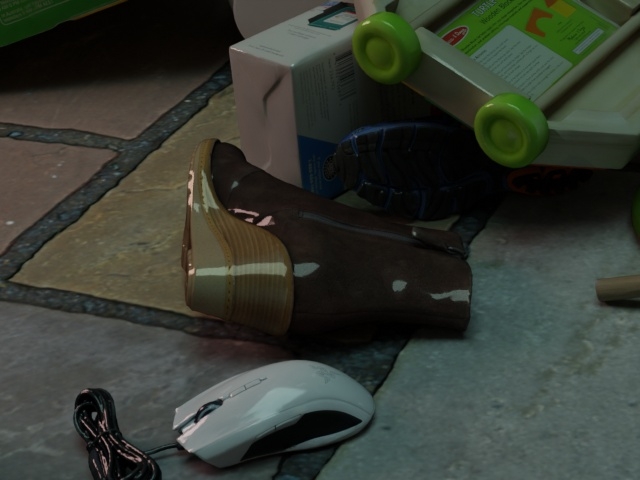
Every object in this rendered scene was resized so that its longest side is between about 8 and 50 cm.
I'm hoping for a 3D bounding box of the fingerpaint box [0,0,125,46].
[{"bbox_3d":[-0.314,-0.350,1.610,0.444,0.163,0.371,-18,28,10],"label":"fingerpaint box"}]

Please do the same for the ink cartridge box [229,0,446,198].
[{"bbox_3d":[0.036,-0.136,1.310,0.078,0.134,0.231,21,38,40],"label":"ink cartridge box"}]

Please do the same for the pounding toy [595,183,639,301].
[{"bbox_3d":[0.310,-0.052,1.123,0.183,0.110,0.237,3,30,27],"label":"pounding toy"}]

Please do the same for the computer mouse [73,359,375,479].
[{"bbox_3d":[-0.059,0.111,0.985,0.193,0.042,0.106,-14,29,-14],"label":"computer mouse"}]

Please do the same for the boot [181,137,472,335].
[{"bbox_3d":[0.000,0.000,1.159,0.206,0.090,0.248,4,27,-8],"label":"boot"}]

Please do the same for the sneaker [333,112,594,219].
[{"bbox_3d":[0.116,-0.071,1.253,0.221,0.083,0.087,-3,21,-14],"label":"sneaker"}]

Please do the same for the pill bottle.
[{"bbox_3d":[-0.025,-0.283,1.575,0.136,0.136,0.246,-2,30,6],"label":"pill bottle"}]

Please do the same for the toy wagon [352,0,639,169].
[{"bbox_3d":[0.136,-0.191,1.240,0.344,0.068,0.267,35,47,18],"label":"toy wagon"}]
